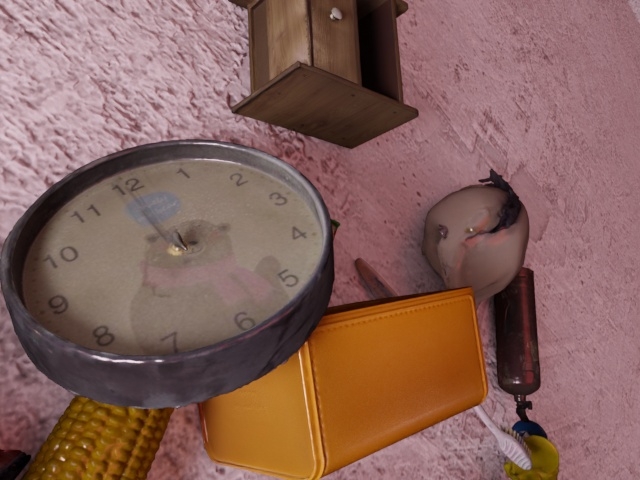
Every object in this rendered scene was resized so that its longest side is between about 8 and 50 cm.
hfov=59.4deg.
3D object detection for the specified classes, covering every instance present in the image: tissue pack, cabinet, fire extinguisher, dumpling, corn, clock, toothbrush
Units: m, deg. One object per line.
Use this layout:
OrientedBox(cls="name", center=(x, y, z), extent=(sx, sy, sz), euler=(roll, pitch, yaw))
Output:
OrientedBox(cls="tissue pack", center=(0.025, 0.143, 0.620), extent=(0.274, 0.194, 0.146), euler=(-3, 84, -42))
OrientedBox(cls="cabinet", center=(0.007, -0.247, 0.745), extent=(0.215, 0.148, 0.175), euler=(9, 72, -40))
OrientedBox(cls="fire extinguisher", center=(0.340, 0.176, 0.968), extent=(0.089, 0.072, 0.268), euler=(74, 19, -69))
OrientedBox(cls="dumpling", center=(0.269, 0.011, 0.905), extent=(0.205, 0.163, 0.293), euler=(57, 36, -8))
OrientedBox(cls="corn", center=(-0.193, 0.193, 0.471), extent=(0.097, 0.097, 0.262), euler=(43, 49, -25))
OrientedBox(cls="clock", center=(-0.125, 0.007, 0.486), extent=(0.281, 0.280, 0.056), euler=(-50, 154, -39))
OrientedBox(cls="toothbrush", center=(0.172, 0.170, 0.790), extent=(0.375, 0.028, 0.037), euler=(49, 32, 2))

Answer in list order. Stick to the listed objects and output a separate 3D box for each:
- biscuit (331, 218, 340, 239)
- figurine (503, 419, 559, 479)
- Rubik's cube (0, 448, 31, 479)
OrientedBox(cls="biscuit", center=(0.000, 0.000, 0.756), extent=(0.046, 0.016, 0.089), euler=(37, 55, -29))
OrientedBox(cls="figurine", center=(0.294, 0.422, 0.834), extent=(0.283, 0.204, 0.339), euler=(35, 44, -21))
OrientedBox(cls="Rubik's cube", center=(-0.299, 0.242, 0.386), extent=(0.190, 0.211, 0.178), euler=(20, 86, -63))
